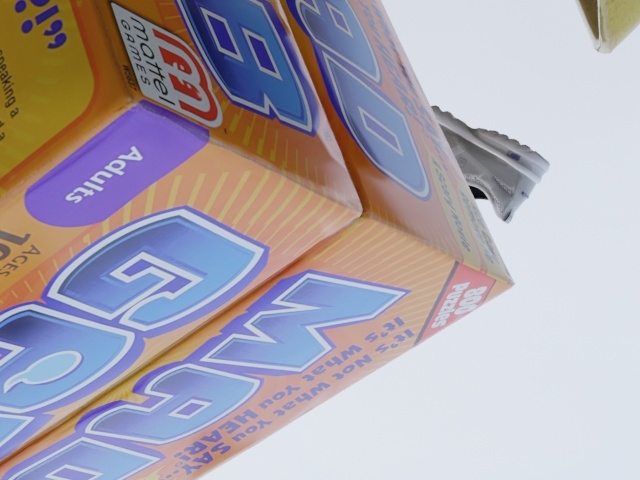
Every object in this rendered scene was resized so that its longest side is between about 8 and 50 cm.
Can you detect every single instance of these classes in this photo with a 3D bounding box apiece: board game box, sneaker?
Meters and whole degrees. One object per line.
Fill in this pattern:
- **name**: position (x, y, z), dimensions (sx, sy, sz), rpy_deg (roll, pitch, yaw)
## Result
- **board game box**: position (-0.167, -0.067, 0.807), dimensions (0.356, 0.356, 0.356), rpy_deg (-34, -121, 23)
- **sneaker**: position (0.171, -0.112, 1.800), dimensions (0.281, 0.115, 0.105), rpy_deg (25, 177, 39)

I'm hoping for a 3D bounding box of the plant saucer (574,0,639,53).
- **plant saucer**: position (0.163, -0.332, 0.769), dimensions (0.081, 0.332, 0.332), rpy_deg (-9, -143, 5)
